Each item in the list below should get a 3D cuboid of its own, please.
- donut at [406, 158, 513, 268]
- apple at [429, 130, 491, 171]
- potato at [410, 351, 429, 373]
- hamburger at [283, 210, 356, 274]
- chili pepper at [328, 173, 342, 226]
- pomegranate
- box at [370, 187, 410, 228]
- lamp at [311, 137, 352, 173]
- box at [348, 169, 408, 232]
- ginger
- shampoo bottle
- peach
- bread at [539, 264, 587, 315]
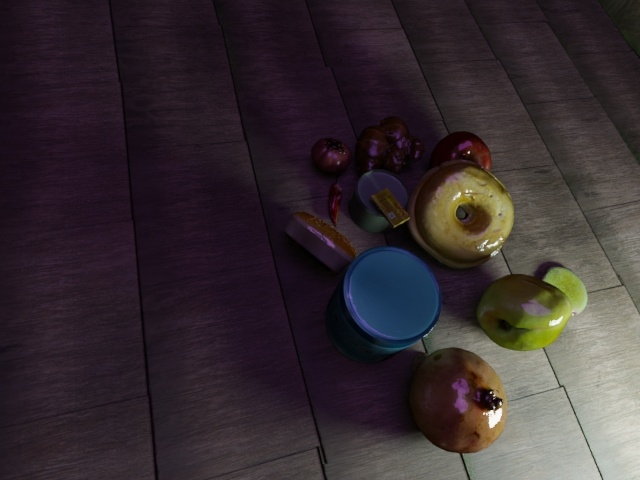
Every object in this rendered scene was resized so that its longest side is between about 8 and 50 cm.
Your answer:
[{"bbox_3d":[0.566,-0.104,1.823,0.448,0.198,0.450,0,94,-5],"label":"donut"},{"bbox_3d":[0.612,-0.345,1.990,0.260,0.216,0.261,-1,98,-7],"label":"apple"},{"bbox_3d":[0.368,0.445,1.668,0.037,0.036,0.093,43,65,7],"label":"potato"},{"bbox_3d":[0.000,0.000,1.714,0.295,0.227,0.151,41,87,7],"label":"hamburger"},{"bbox_3d":[0.062,-0.173,1.908,0.050,0.059,0.268,-8,63,28],"label":"chili pepper"},{"bbox_3d":[0.464,0.526,1.489,0.337,0.338,0.339,4,64,-9],"label":"pomegranate"},{"bbox_3d":[0.274,-0.129,1.769,0.089,0.022,0.156,-30,73,-22],"label":"box"},{"bbox_3d":[0.046,-0.363,1.952,0.181,0.140,0.182,12,45,-12],"label":"lamp"},{"bbox_3d":[0.242,-0.166,1.880,0.225,0.149,0.226,5,63,-9],"label":"box"},{"bbox_3d":[0.295,-0.403,1.999,0.357,0.152,0.274,-32,69,-25],"label":"ginger"},{"bbox_3d":[0.201,0.238,1.565,0.330,0.343,0.332,4,63,-9],"label":"shampoo bottle"},{"bbox_3d":[0.764,0.273,1.695,0.314,0.282,0.315,18,23,37],"label":"peach"},{"bbox_3d":[1.036,0.210,1.917,0.228,0.033,0.229,4,65,-8],"label":"bread"}]
